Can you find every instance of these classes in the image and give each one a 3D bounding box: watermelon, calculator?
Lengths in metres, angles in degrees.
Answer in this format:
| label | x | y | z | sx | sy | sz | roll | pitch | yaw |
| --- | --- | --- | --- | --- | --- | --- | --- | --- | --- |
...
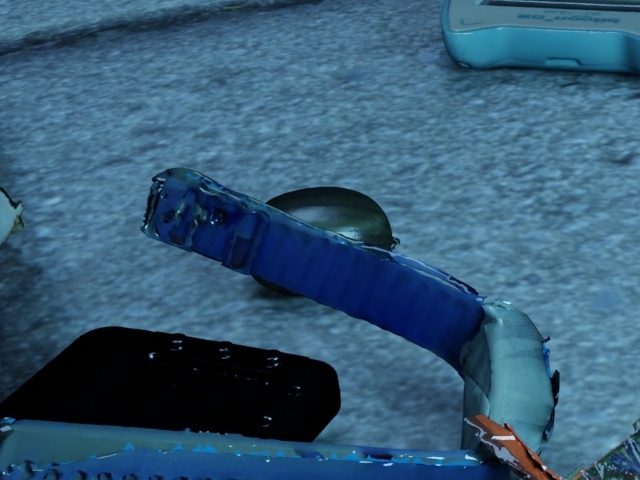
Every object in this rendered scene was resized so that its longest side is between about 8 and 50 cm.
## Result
| label | x | y | z | sx | sy | sz | roll | pitch | yaw |
| --- | --- | --- | --- | --- | --- | --- | --- | --- | --- |
| watermelon | 0.000 | 0.000 | 1.266 | 0.110 | 0.078 | 0.078 | -9 | 28 | -9 |
| calculator | 0.255 | -0.230 | 1.682 | 0.256 | 0.054 | 0.386 | 5 | 28 | 18 |

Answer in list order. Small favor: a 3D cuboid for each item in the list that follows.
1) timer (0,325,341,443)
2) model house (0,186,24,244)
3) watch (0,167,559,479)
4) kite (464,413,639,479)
| label | x | y | z | sx | sy | sz | roll | pitch | yaw |
| --- | --- | --- | --- | --- | --- | --- | --- | --- | --- |
| timer | -0.096 | 0.111 | 1.099 | 0.187 | 0.055 | 0.144 | 8 | 29 | 28 |
| model house | -0.333 | 0.040 | 1.140 | 0.206 | 0.178 | 0.271 | -5 | 47 | 32 |
| watch | -0.010 | 0.086 | 1.015 | 0.274 | 0.068 | 0.276 | 23 | 37 | 1 |
| kite | 0.149 | 0.151 | 0.956 | 0.232 | 0.009 | 0.189 | -30 | 61 | -37 |
